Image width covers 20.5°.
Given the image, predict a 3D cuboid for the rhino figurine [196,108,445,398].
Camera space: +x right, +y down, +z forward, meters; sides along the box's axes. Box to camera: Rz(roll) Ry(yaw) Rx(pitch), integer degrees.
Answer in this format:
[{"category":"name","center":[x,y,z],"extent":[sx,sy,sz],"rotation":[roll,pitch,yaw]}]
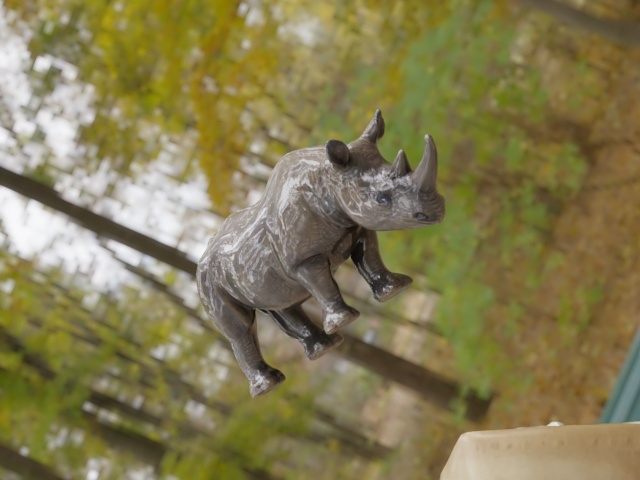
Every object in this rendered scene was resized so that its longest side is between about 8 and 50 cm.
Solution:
[{"category":"rhino figurine","center":[0.000,0.000,1.076],"extent":[0.073,0.106,0.243],"rotation":[-28,-11,-41]}]

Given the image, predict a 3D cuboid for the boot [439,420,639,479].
[{"category":"boot","center":[0.044,0.179,0.434],"extent":[0.089,0.236,0.269],"rotation":[-7,81,57]}]
